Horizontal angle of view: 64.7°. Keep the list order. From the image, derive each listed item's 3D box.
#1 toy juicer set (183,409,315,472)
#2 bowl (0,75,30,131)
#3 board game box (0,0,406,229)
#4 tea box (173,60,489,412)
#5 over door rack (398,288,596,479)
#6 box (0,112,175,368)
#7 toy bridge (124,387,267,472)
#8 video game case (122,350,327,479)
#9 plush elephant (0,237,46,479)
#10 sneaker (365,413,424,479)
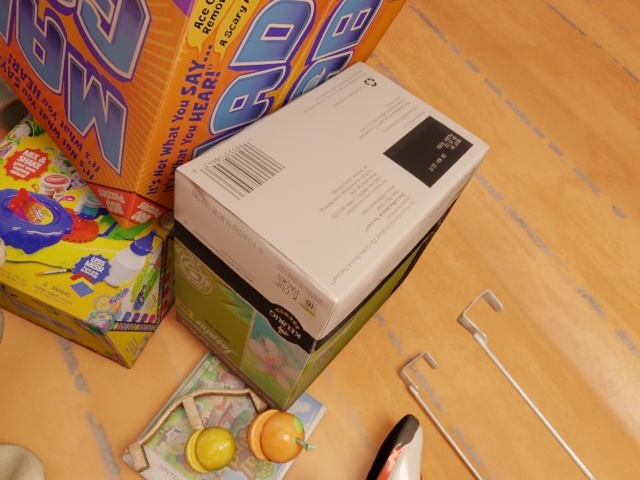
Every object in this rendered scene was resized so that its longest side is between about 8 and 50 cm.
[{"bbox_3d":[-0.128,0.333,0.585,0.329,0.089,0.209,-35,69,-5],"label":"toy juicer set"},{"bbox_3d":[-0.457,-0.281,0.845,0.312,0.311,0.163,-14,81,-15],"label":"bowl"},{"bbox_3d":[-0.161,-0.304,0.619,0.356,0.356,0.356,49,47,8],"label":"board game box"},{"bbox_3d":[0.000,0.000,0.675,0.220,0.323,0.329,38,52,15],"label":"tea box"},{"bbox_3d":[0.205,0.262,0.623,0.108,0.239,0.324,-16,63,-22],"label":"over door rack"},{"bbox_3d":[-0.345,-0.015,0.750,0.290,0.177,0.279,22,59,6],"label":"box"},{"bbox_3d":[-0.170,0.240,0.681,0.188,0.026,0.063,-21,63,-17],"label":"toy bridge"},{"bbox_3d":[-0.127,0.267,0.700,0.193,0.023,0.212,32,61,11],"label":"video game case"},{"bbox_3d":[-0.441,0.201,0.527,0.255,0.330,0.272,46,35,12],"label":"plush elephant"},{"bbox_3d":[0.113,0.372,0.633,0.145,0.090,0.270,26,64,7],"label":"sneaker"}]
